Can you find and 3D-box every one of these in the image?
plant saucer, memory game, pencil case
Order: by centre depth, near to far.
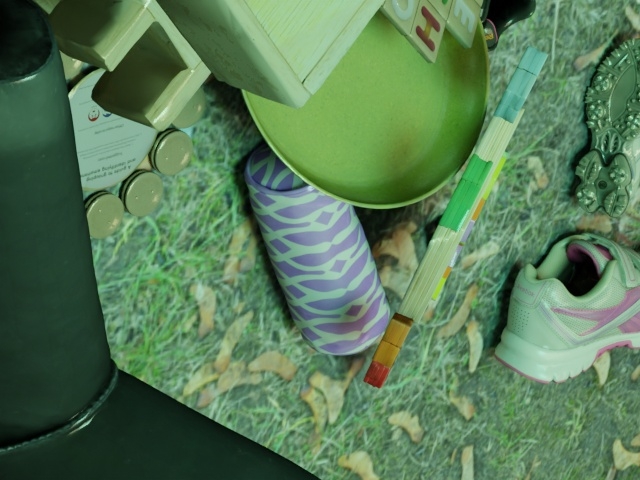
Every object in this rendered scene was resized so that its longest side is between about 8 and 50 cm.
[{"bbox_3d":[-0.159,-0.085,1.435,0.186,0.012,0.186,-24,127,-36],"label":"memory game"},{"bbox_3d":[0.026,-0.141,1.504,0.241,0.037,0.241,6,79,-34],"label":"plant saucer"},{"bbox_3d":[0.000,0.000,1.594,0.088,0.086,0.206,-58,146,-38],"label":"pencil case"}]

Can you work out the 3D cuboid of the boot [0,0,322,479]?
[{"bbox_3d":[-0.153,0.039,1.227,0.146,0.367,0.445,-60,155,-45],"label":"boot"}]

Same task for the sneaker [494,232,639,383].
[{"bbox_3d":[0.279,0.046,1.882,0.252,0.103,0.111,-23,128,-36],"label":"sneaker"}]

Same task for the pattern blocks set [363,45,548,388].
[{"bbox_3d":[0.113,-0.016,1.595,0.285,0.026,0.325,-63,176,-15],"label":"pattern blocks set"}]

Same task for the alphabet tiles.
[{"bbox_3d":[0.085,-0.267,1.499,0.198,0.009,0.237,43,55,-45],"label":"alphabet tiles"}]

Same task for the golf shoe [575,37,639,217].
[{"bbox_3d":[0.290,-0.112,1.849,0.086,0.069,0.176,-25,134,-60],"label":"golf shoe"}]

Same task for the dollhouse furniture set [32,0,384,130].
[{"bbox_3d":[-0.106,-0.265,1.097,0.256,0.394,0.362,-52,137,-16],"label":"dollhouse furniture set"}]

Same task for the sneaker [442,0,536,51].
[{"bbox_3d":[0.105,-0.175,1.601,0.178,0.077,0.072,-40,134,-21],"label":"sneaker"}]
